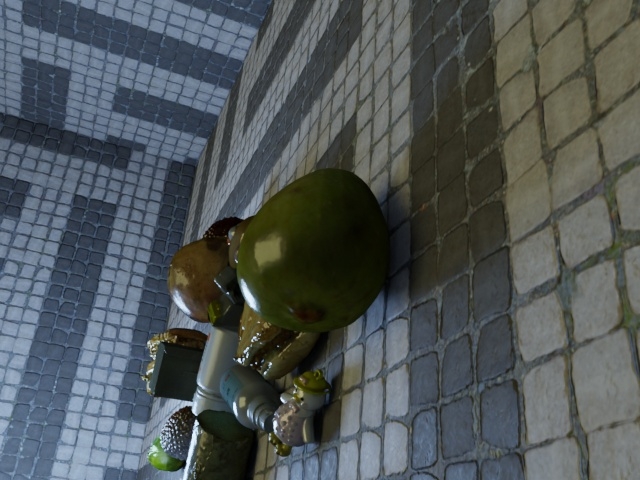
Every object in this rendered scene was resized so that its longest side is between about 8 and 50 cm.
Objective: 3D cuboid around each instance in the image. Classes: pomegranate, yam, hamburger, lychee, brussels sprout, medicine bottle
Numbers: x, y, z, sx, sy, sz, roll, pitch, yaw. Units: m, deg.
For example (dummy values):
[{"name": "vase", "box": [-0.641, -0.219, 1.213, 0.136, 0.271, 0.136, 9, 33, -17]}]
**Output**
[{"name": "pomegranate", "box": [-0.304, 0.113, 1.916, 0.281, 0.281, 0.281, -166, 90, -72]}, {"name": "yam", "box": [-0.260, 0.570, 1.623, 0.161, 0.161, 0.267, -177, 101, -72]}, {"name": "hamburger", "box": [-0.086, 0.164, 1.446, 0.283, 0.145, 0.259, 124, 159, -55]}, {"name": "lychee", "box": [-0.292, 0.011, 2.135, 0.188, 0.188, 0.188, -166, 90, -72]}, {"name": "hamburger", "box": [-0.499, 0.432, 2.297, 0.245, 0.261, 0.211, 68, -169, -67]}, {"name": "brussels sprout", "box": [-0.529, 0.752, 2.341, 0.149, 0.122, 0.151, -68, -16, 1]}, {"name": "medicine bottle", "box": [-0.264, 0.363, 1.815, 0.144, 0.145, 0.251, -173, 97, -72]}, {"name": "medicine bottle", "box": [-0.151, 0.374, 1.520, 0.352, 0.110, 0.110, -173, 97, -71]}, {"name": "lychee", "box": [-0.403, 0.596, 2.048, 0.165, 0.198, 0.165, 51, 154, 37]}]

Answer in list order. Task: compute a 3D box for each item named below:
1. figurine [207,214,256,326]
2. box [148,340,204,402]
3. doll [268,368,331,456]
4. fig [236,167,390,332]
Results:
[{"name": "figurine", "box": [-0.171, 0.067, 1.667, 0.342, 0.167, 0.284, -85, 14, -60]}, {"name": "box", "box": [-0.381, 0.403, 1.982, 0.155, 0.232, 0.148, 174, 110, -70]}, {"name": "doll", "box": [-0.038, 0.330, 1.274, 0.129, 0.081, 0.207, 51, 124, 45]}, {"name": "fig", "box": [0.000, 0.000, 1.150, 0.258, 0.258, 0.326, -52, 14, 50]}]
